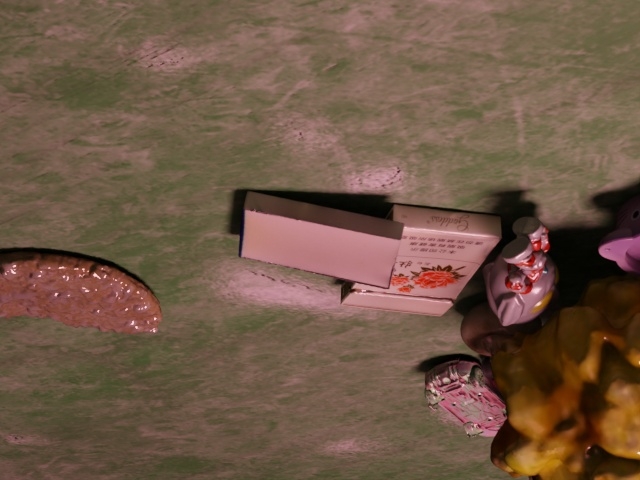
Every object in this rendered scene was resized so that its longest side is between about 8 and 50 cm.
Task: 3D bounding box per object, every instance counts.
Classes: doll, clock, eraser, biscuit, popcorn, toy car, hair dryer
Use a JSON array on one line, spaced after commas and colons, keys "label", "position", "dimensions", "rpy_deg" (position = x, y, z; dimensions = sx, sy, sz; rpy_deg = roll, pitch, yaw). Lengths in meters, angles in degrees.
[{"label": "doll", "position": [0.191, 0.031, 1.869], "dimensions": [0.079, 0.094, 0.180], "rpy_deg": [21, 162, 11]}, {"label": "clock", "position": [0.330, -0.018, 1.809], "dimensions": [0.110, 0.050, 0.153], "rpy_deg": [21, 148, -38]}, {"label": "eraser", "position": [0.000, 0.000, 1.848], "dimensions": [0.150, 0.023, 0.104], "rpy_deg": [12, 152, 1]}, {"label": "biscuit", "position": [-0.275, 0.049, 1.984], "dimensions": [0.250, 0.032, 0.133], "rpy_deg": [7, 153, -13]}, {"label": "popcorn", "position": [0.286, 0.171, 1.913], "dimensions": [0.270, 0.258, 0.224], "rpy_deg": [-47, 168, 36]}, {"label": "toy car", "position": [0.173, 0.175, 2.229], "dimensions": [0.069, 0.055, 0.142], "rpy_deg": [-23, 137, 26]}, {"label": "hair dryer", "position": [0.216, 0.146, 2.202], "dimensions": [0.047, 0.026, 0.083], "rpy_deg": [-11, 157, 25]}]

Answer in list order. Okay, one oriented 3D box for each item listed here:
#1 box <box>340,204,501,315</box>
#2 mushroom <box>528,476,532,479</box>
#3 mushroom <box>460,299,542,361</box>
[{"label": "box", "position": [0.096, 0.023, 1.926], "dimensions": [0.109, 0.029, 0.198], "rpy_deg": [6, 154, -12]}, {"label": "mushroom", "position": [0.337, 0.206, 2.143], "dimensions": [0.255, 0.184, 0.254], "rpy_deg": [-17, 128, -23]}, {"label": "mushroom", "position": [0.187, 0.103, 2.038], "dimensions": [0.085, 0.079, 0.085], "rpy_deg": [-2, 157, -1]}]
